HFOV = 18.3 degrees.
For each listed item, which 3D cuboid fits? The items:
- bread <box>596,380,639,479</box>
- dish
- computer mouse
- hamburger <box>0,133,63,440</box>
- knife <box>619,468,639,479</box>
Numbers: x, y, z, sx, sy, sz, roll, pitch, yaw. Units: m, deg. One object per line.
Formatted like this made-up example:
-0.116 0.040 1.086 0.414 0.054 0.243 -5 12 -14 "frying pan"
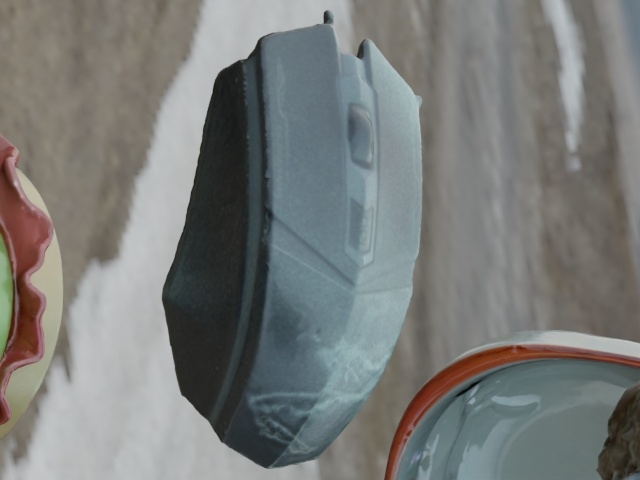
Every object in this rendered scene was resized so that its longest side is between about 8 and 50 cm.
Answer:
0.218 0.106 0.557 0.416 0.113 0.165 161 -71 -65 "bread"
0.158 0.166 1.231 0.117 0.256 0.256 -47 124 -74 "dish"
0.000 -0.001 0.983 0.126 0.071 0.231 18 80 -36 "computer mouse"
-0.189 0.014 0.728 0.137 0.175 0.175 20 57 -58 "hamburger"
0.137 0.033 0.535 0.019 0.245 0.072 60 -11 10 "knife"
